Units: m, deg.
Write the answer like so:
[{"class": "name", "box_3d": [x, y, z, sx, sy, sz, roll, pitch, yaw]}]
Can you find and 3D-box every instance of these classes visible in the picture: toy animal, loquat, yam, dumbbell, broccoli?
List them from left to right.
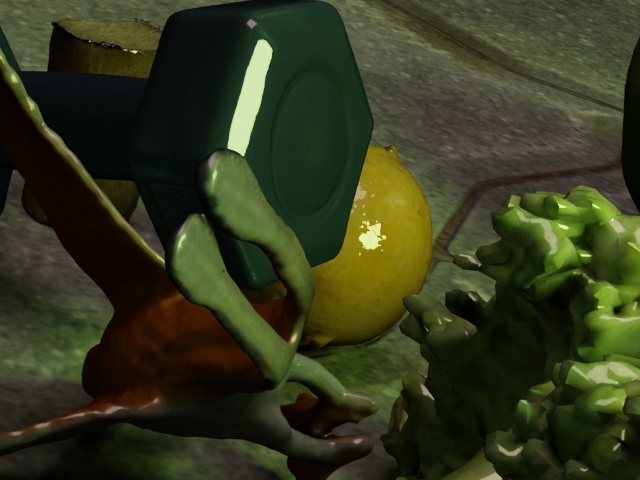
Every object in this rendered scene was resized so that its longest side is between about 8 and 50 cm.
[{"class": "dumbbell", "box_3d": [-0.136, -0.062, 0.992, 0.316, 0.156, 0.143, 6, -15, 30]}, {"class": "yam", "box_3d": [-0.142, -0.076, 1.155, 0.084, 0.127, 0.084, 14, 18, -5]}, {"class": "toy animal", "box_3d": [-0.054, 0.034, 0.809, 0.284, 0.225, 0.302, 4, -21, 42]}, {"class": "loquat", "box_3d": [0.000, 0.000, 1.060, 0.141, 0.141, 0.141, 14, 23, -6]}, {"class": "broccoli", "box_3d": [0.112, 0.129, 0.668, 0.317, 0.277, 0.338, -16, 36, -44]}]

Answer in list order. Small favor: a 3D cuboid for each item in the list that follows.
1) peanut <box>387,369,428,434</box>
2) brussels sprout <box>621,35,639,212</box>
[{"class": "peanut", "box_3d": [0.136, 0.119, 0.947, 0.206, 0.087, 0.087, 19, 23, 6]}, {"class": "brussels sprout", "box_3d": [0.383, -0.048, 1.262, 0.354, 0.281, 0.289, 30, -12, -17]}]
